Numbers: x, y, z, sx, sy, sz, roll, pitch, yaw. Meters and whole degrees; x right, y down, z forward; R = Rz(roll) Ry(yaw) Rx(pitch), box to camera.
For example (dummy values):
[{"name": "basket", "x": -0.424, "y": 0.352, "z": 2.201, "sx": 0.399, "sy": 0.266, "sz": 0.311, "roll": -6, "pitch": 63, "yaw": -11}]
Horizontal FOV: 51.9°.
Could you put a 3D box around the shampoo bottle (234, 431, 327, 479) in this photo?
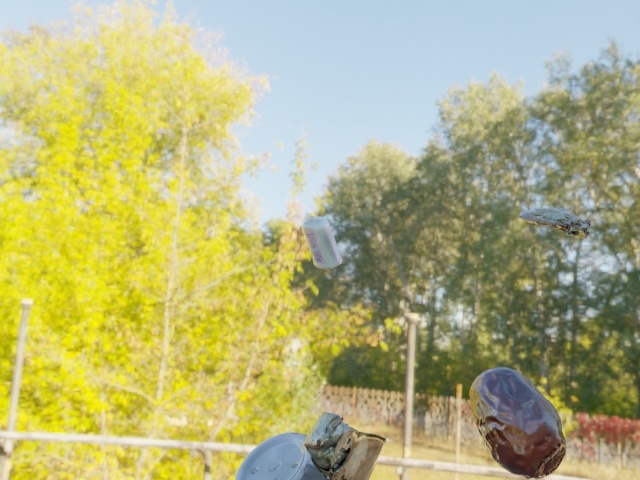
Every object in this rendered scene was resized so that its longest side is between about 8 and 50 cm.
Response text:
[{"name": "shampoo bottle", "x": -0.054, "y": 0.622, "z": 1.566, "sx": 0.273, "sy": 0.273, "sz": 0.266, "roll": -6, "pitch": -57, "yaw": 46}]

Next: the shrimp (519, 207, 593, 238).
[{"name": "shrimp", "x": 0.443, "y": -0.037, "z": 1.233, "sx": 0.099, "sy": 0.041, "sz": 0.180, "roll": 5, "pitch": 12, "yaw": -16}]

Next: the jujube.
[{"name": "jujube", "x": 0.415, "y": 0.388, "z": 1.402, "sx": 0.183, "sy": 0.183, "sz": 0.243, "roll": 10, "pitch": 24, "yaw": -27}]

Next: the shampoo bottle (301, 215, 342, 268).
[{"name": "shampoo bottle", "x": 0.000, "y": 0.000, "z": 1.232, "sx": 0.043, "sy": 0.099, "sz": 0.072, "roll": -25, "pitch": 16, "yaw": -24}]

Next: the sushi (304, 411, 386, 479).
[{"name": "sushi", "x": 0.020, "y": 0.428, "z": 1.358, "sx": 0.109, "sy": 0.134, "sz": 0.273, "roll": 17, "pitch": -16, "yaw": 36}]
